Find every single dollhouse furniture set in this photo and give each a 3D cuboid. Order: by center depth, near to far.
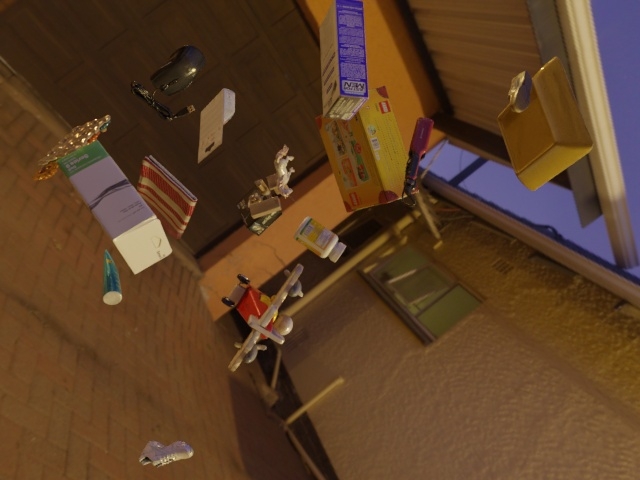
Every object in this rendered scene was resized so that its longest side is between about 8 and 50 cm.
[{"bbox_3d":[-0.195,-0.152,1.859,0.123,0.144,0.151,59,15,-61],"label":"dollhouse furniture set"}]

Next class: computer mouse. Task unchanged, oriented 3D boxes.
[{"bbox_3d":[-0.448,-0.477,1.494,0.184,0.262,0.060,47,22,-44],"label":"computer mouse"}]

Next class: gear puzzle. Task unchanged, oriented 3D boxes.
[{"bbox_3d":[-0.778,-0.283,1.485,0.338,0.176,0.044,-81,151,-49],"label":"gear puzzle"}]

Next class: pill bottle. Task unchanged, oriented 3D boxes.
[{"bbox_3d":[0.000,0.000,2.001,0.209,0.117,0.117,34,-3,1],"label":"pill bottle"}]

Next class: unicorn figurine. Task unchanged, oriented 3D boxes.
[{"bbox_3d":[-0.115,-0.212,1.505,0.161,0.060,0.111,66,31,-28],"label":"unicorn figurine"}]

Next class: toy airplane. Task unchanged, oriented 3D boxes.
[{"bbox_3d":[-0.210,0.306,1.872,0.273,0.386,0.384,33,48,-32],"label":"toy airplane"}]

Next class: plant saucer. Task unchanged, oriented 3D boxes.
[{"bbox_3d":[0.710,-0.371,1.575,0.333,0.081,0.332,114,-34,-71],"label":"plant saucer"}]

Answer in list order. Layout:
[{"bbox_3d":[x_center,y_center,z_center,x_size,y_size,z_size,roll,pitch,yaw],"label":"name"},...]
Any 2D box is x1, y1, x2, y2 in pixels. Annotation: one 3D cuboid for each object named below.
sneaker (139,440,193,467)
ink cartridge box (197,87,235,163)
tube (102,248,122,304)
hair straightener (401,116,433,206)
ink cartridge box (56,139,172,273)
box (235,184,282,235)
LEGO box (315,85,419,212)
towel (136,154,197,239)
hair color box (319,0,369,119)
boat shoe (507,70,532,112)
[{"bbox_3d":[-0.399,0.557,1.224,0.061,0.152,0.053,-59,135,-63],"label":"sneaker"},{"bbox_3d":[-0.386,-0.417,1.756,0.066,0.189,0.232,9,68,-39],"label":"ink cartridge box"},{"bbox_3d":[-0.654,0.116,1.480,0.207,0.052,0.080,-123,-158,-48],"label":"tube"},{"bbox_3d":[0.224,-0.172,1.104,0.047,0.230,0.089,9,-25,6],"label":"hair straightener"},{"bbox_3d":[-0.533,-0.083,1.242,0.289,0.122,0.211,48,-21,19],"label":"ink cartridge box"},{"bbox_3d":[-0.265,-0.134,2.027,0.077,0.147,0.180,38,15,-46],"label":"box"},{"bbox_3d":[0.208,-0.409,2.228,0.373,0.193,0.499,-7,-76,63],"label":"LEGO box"},{"bbox_3d":[-0.580,-0.147,1.752,0.237,0.037,0.329,43,-35,-3],"label":"towel"},{"bbox_3d":[0.074,-0.597,1.578,0.185,0.110,0.338,153,-63,-72],"label":"hair color box"},{"bbox_3d":[0.502,-0.375,1.210,0.048,0.153,0.056,-15,-49,46],"label":"boat shoe"}]
